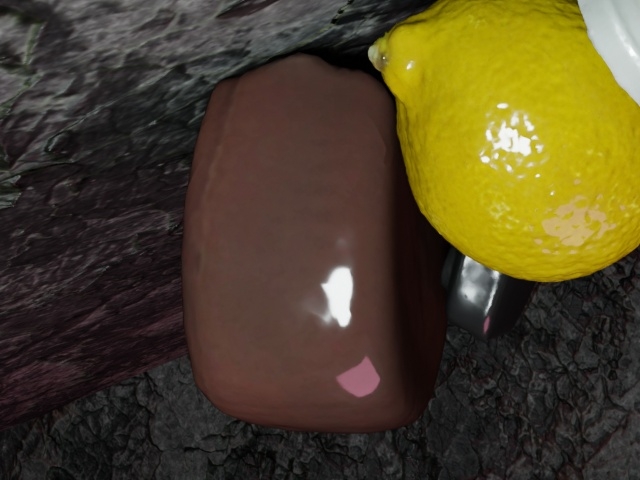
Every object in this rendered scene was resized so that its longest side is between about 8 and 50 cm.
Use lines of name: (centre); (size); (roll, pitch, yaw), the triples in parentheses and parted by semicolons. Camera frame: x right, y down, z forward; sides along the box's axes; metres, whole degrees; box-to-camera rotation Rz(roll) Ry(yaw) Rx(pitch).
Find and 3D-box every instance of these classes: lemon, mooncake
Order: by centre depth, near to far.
lemon: (0.139, -0.072, 0.805); (0.187, 0.244, 0.187); (-45, -158, 23)
mooncake: (0.000, 0.000, 0.954); (0.174, 0.334, 0.326); (0, -147, 17)

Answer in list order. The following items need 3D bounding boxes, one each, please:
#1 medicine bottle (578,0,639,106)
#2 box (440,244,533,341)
medicine bottle: (0.313, -0.196, 0.649); (0.190, 0.190, 0.332); (-14, 170, -40)
box: (0.177, -0.058, 1.044); (0.073, 0.290, 0.289); (18, -179, 13)
